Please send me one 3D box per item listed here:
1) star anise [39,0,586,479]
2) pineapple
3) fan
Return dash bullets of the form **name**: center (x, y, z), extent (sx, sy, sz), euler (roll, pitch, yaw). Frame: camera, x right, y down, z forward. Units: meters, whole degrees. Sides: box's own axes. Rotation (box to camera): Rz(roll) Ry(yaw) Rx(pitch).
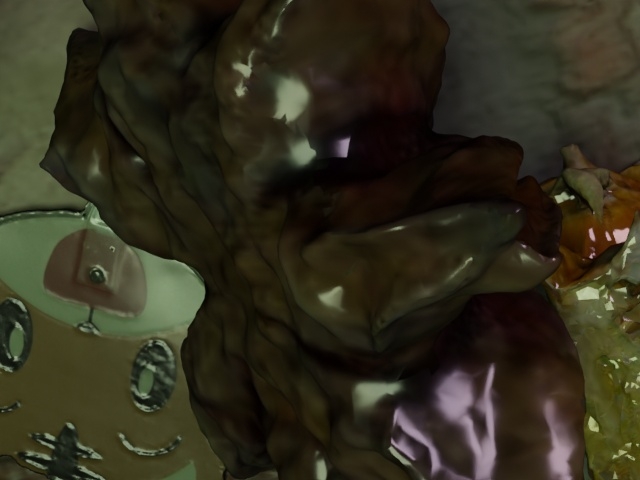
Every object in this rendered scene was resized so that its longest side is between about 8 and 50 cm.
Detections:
- **star anise**: center (-0.009, 0.001, 0.661), extent (0.315, 0.108, 0.315), euler (39, 147, 33)
- **pineapple**: center (0.165, 0.067, 0.694), extent (0.236, 0.114, 0.186), euler (34, 111, -3)
- **fan**: center (-0.098, 0.013, 0.788), extent (0.152, 0.008, 0.227), euler (16, 110, 7)
